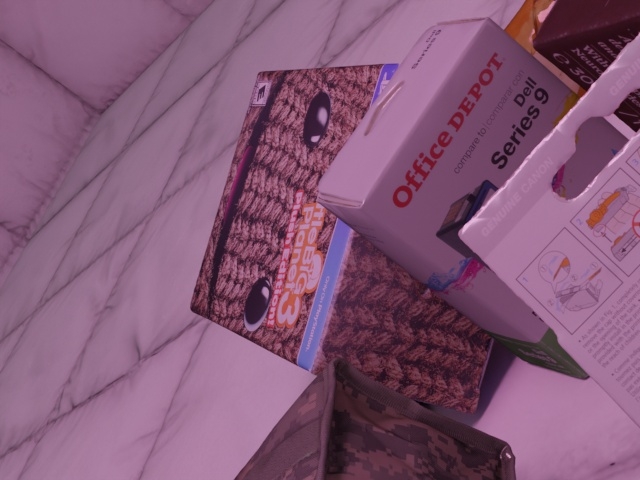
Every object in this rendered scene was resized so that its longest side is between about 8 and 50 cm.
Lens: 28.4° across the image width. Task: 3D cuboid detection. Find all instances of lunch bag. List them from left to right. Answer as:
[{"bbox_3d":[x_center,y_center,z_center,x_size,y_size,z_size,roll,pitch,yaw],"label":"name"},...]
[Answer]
[{"bbox_3d":[-0.006,0.257,0.735,0.235,0.169,0.287,-54,17,32],"label":"lunch bag"}]

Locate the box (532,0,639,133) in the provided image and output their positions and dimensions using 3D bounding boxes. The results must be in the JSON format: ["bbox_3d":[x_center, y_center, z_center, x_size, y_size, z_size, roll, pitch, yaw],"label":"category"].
[{"bbox_3d":[0.304,-0.124,0.656,0.143,0.191,0.381,-58,18,-14],"label":"box"}]

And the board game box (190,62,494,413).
[{"bbox_3d":[0.029,-0.012,1.039,0.291,0.141,0.232,13,87,66],"label":"board game box"}]

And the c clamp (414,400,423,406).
[{"bbox_3d":[0.039,0.157,1.061,0.137,0.022,0.161,-41,20,18],"label":"c clamp"}]

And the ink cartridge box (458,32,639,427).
[{"bbox_3d":[0.208,0.012,0.630,0.181,0.225,0.056,-49,-24,14],"label":"ink cartridge box"}]

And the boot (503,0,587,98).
[{"bbox_3d":[0.215,-0.173,1.137,0.295,0.104,0.211,-59,-6,37],"label":"boot"}]

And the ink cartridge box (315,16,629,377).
[{"bbox_3d":[0.127,-0.029,0.868,0.154,0.212,0.093,-56,19,-8],"label":"ink cartridge box"}]
